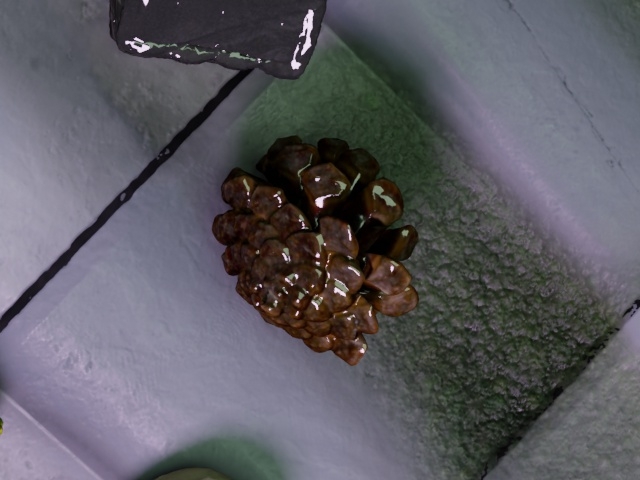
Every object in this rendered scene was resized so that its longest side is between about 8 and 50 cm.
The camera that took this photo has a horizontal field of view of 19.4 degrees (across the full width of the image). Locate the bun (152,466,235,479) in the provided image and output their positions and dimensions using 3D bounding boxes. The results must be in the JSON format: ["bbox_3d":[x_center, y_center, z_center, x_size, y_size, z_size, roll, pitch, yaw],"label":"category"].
[{"bbox_3d":[-0.134,0.319,1.933,0.188,0.111,0.164,-28,85,-8],"label":"bun"}]

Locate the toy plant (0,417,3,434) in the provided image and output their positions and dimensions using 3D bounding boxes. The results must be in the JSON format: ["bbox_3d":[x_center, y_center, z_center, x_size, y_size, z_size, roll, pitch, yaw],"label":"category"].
[{"bbox_3d":[-0.387,0.154,1.847,0.162,0.093,0.093,38,85,-16],"label":"toy plant"}]

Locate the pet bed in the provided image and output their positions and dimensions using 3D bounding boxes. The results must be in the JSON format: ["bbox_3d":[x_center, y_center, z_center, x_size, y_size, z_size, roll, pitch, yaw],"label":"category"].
[{"bbox_3d":[-0.095,-0.260,1.847,0.211,0.159,0.183,7,94,-15],"label":"pet bed"}]

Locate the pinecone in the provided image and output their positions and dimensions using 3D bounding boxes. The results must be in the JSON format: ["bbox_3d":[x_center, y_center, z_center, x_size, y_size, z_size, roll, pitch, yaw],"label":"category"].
[{"bbox_3d":[0.001,-0.001,1.876,0.229,0.201,0.202,45,114,3],"label":"pinecone"}]
